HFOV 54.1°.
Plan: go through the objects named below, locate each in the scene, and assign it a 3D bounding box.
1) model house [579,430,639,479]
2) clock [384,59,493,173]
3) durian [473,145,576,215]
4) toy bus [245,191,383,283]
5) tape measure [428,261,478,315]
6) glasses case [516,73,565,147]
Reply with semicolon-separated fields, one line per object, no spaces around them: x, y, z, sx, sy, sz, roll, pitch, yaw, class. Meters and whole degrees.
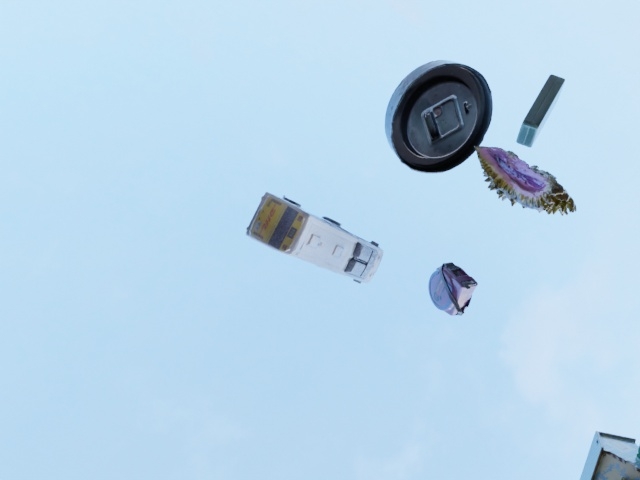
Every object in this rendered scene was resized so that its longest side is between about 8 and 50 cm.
0.614;0.469;1.219;0.271;0.178;0.206;1;-167;-36;model house
0.333;-0.346;1.773;0.325;0.325;0.067;-6;-149;-20;clock
0.539;-0.132;1.650;0.112;0.191;0.341;-48;-142;2;durian
0.000;0.000;1.180;0.138;0.342;0.097;25;-89;33;toy bus
0.328;0.123;1.556;0.074;0.118;0.125;-6;-140;-25;tape measure
0.522;-0.308;1.485;0.039;0.077;0.184;26;-117;18;glasses case
